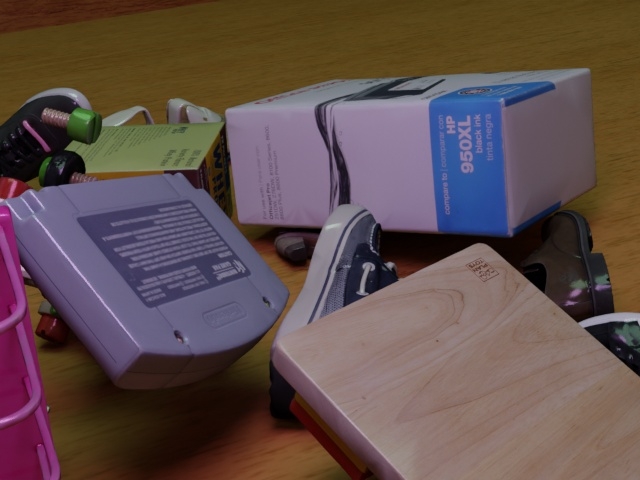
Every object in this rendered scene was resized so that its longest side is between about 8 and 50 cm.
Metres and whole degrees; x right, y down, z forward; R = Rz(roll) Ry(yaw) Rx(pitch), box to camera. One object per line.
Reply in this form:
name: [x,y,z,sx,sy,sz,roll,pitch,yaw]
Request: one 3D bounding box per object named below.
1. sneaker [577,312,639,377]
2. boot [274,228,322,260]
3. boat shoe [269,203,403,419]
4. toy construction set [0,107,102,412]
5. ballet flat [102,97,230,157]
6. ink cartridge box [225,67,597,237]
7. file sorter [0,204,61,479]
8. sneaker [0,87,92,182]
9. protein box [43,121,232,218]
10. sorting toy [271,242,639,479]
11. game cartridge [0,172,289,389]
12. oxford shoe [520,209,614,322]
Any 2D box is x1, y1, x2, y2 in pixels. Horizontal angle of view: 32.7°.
sneaker: [0.317,0.132,1.001,0.217,0.079,0.121,9,25,24]
boot: [0.000,0.000,1.400,0.118,0.042,0.087,-3,19,-6]
boat shoe: [0.061,0.077,1.140,0.158,0.127,0.340,8,34,11]
toy construction set: [-0.223,0.071,1.095,0.237,0.257,0.309,15,48,12]
ballet flat: [-0.250,-0.162,1.712,0.348,0.123,0.123,-19,28,-31]
ink cartridge box: [0.118,-0.120,1.411,0.395,0.166,0.285,2,16,33]
file sorter: [-0.293,0.157,0.782,0.202,0.290,0.182,-11,28,-17]
sneaker: [-0.449,-0.109,1.552,0.296,0.104,0.147,-27,19,30]
protein box: [-0.235,-0.063,1.455,0.201,0.136,0.200,-2,23,6]
sorting toy: [0.127,0.149,0.893,0.257,0.089,0.255,-22,55,-38]
game cartridge: [-0.139,0.031,0.965,0.196,0.060,0.294,46,20,11]
oxford shoe: [0.270,0.025,1.256,0.096,0.083,0.227,-10,20,8]
